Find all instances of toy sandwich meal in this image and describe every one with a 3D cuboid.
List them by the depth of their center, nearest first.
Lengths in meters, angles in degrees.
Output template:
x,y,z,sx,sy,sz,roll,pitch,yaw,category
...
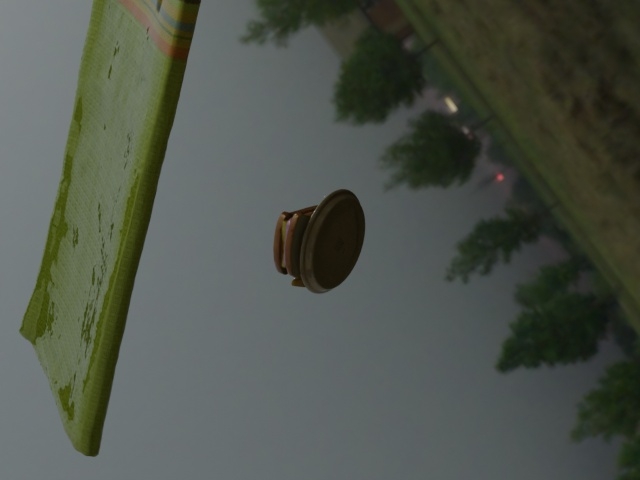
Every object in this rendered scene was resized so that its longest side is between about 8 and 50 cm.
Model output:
x,y,z,sx,sy,sz,roll,pitch,yaw,category
0.000,0.000,0.821,0.029,0.085,0.085,18,168,31,toy sandwich meal

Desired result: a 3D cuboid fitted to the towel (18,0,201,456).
x,y,z,sx,sy,sz,roll,pitch,yaw,category
-0.075,-0.050,0.418,0.021,0.237,0.102,7,-161,-24,towel
